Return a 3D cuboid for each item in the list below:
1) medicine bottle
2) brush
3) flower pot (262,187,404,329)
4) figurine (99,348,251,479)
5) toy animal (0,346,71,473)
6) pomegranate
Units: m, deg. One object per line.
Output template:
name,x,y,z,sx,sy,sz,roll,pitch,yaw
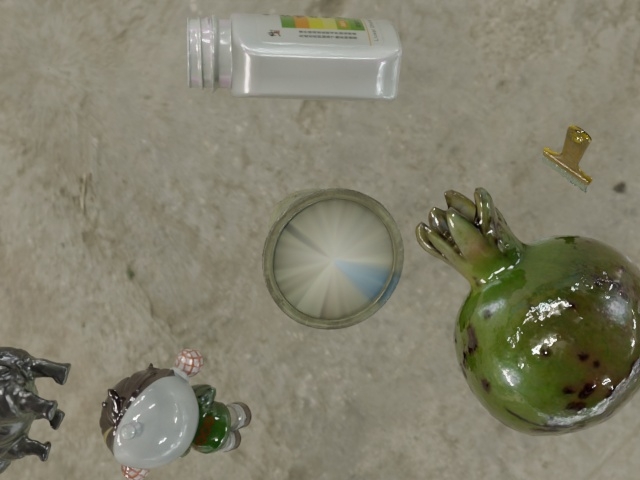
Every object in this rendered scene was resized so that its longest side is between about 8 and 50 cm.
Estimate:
medicine bottle,-0.046,-0.287,1.272,0.323,0.179,0.124,-1,123,-7
brush,0.334,-0.114,1.089,0.082,0.218,0.010,40,89,16
flower pot,0.000,0.000,1.260,0.212,0.203,0.213,-4,109,-12
figurine,-0.274,0.348,1.564,0.370,0.167,0.281,25,93,-55
toy animal,-0.486,0.278,1.233,0.168,0.106,0.343,27,134,-19
pomegranate,0.233,0.089,0.924,0.305,0.242,0.242,27,92,-18
